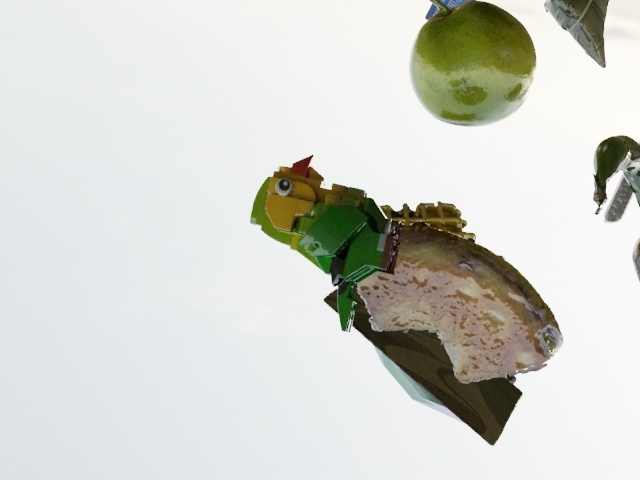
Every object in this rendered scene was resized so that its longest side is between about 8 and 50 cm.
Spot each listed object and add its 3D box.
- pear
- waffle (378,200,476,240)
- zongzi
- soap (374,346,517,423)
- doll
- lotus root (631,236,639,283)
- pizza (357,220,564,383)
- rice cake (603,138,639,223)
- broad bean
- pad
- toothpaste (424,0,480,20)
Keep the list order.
[{"bbox_3d":[0.202,-0.264,1.567,0.180,0.216,0.166,-16,-165,36],"label":"pear"},{"bbox_3d":[0.210,0.001,2.609,0.283,0.065,0.309,37,-122,15],"label":"waffle"},{"bbox_3d":[0.553,-0.453,2.209,0.178,0.189,0.081,48,166,-3],"label":"zongzi"},{"bbox_3d":[0.251,0.255,2.499,0.193,0.109,0.324,-40,-95,-18],"label":"soap"},{"bbox_3d":[0.006,-0.007,1.281,0.186,0.134,0.106,42,-176,11],"label":"doll"},{"bbox_3d":[0.572,0.031,1.634,0.193,0.193,0.291,27,-154,32],"label":"lotus root"},{"bbox_3d":[0.160,0.071,1.413,0.305,0.161,0.085,28,-162,3],"label":"pizza"},{"bbox_3d":[0.529,-0.119,1.900,0.036,0.207,0.047,27,-168,18],"label":"rice cake"},{"bbox_3d":[0.481,-0.090,1.766,0.049,0.144,0.292,-5,169,35],"label":"broad bean"},{"bbox_3d":[0.165,0.165,1.743,0.330,0.004,0.220,40,-155,7],"label":"pad"},{"bbox_3d":[0.298,-0.527,2.135,0.076,0.320,0.066,35,-130,7],"label":"toothpaste"}]
